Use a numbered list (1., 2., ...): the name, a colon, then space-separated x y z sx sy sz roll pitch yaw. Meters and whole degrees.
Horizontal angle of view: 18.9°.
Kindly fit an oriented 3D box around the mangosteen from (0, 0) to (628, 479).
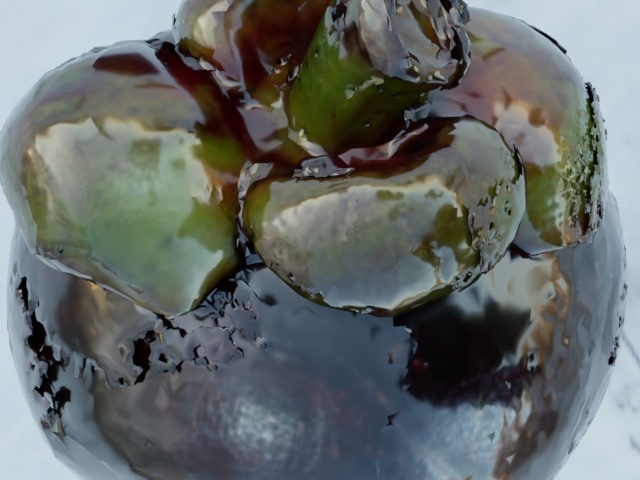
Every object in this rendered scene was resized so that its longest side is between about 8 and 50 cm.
1. mangosteen: -0.006 0.023 1.136 0.381 0.421 0.381 -1 76 4
